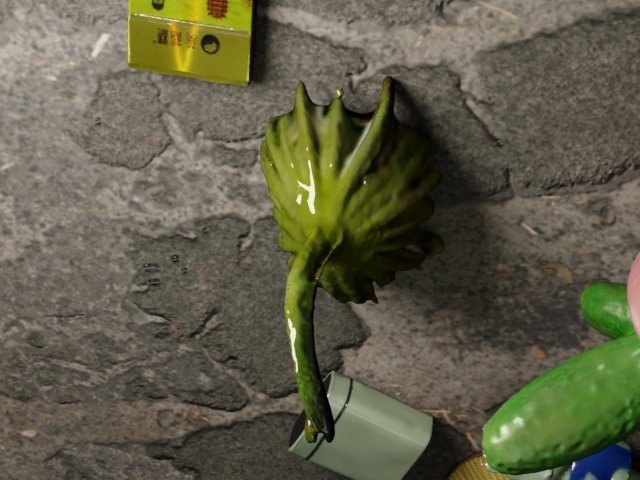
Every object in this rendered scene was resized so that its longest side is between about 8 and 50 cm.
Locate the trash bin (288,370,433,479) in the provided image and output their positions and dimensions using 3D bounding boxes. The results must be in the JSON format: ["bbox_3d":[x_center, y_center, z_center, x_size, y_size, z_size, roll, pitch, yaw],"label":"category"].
[{"bbox_3d":[0.045,0.219,1.697,0.130,0.059,0.116,25,129,-10],"label":"trash bin"}]

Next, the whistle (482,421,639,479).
[{"bbox_3d":[0.290,0.257,1.652,0.244,0.092,0.110,26,115,-6],"label":"whistle"}]

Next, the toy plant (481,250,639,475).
[{"bbox_3d":[0.352,0.090,1.420,0.317,0.210,0.356,-5,154,-37],"label":"toy plant"}]

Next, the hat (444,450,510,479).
[{"bbox_3d":[0.231,0.334,1.734,0.193,0.082,0.193,6,127,8],"label":"hat"}]

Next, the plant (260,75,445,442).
[{"bbox_3d":[0.032,-0.008,1.366,0.180,0.333,0.251,-19,110,7],"label":"plant"}]

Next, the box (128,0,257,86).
[{"bbox_3d":[-0.119,-0.240,1.393,0.121,0.030,0.193,9,128,5],"label":"box"}]
